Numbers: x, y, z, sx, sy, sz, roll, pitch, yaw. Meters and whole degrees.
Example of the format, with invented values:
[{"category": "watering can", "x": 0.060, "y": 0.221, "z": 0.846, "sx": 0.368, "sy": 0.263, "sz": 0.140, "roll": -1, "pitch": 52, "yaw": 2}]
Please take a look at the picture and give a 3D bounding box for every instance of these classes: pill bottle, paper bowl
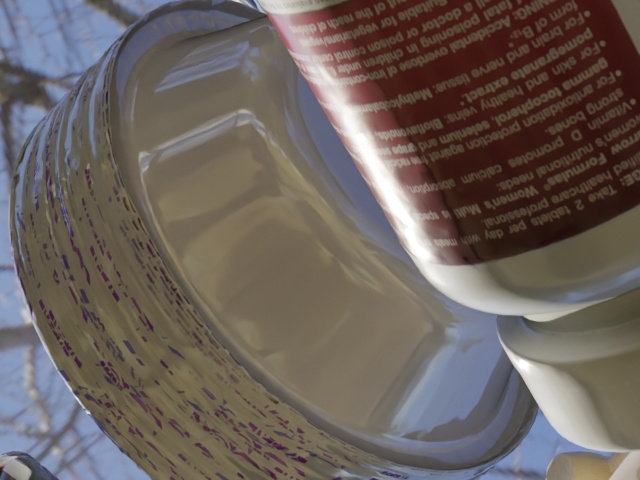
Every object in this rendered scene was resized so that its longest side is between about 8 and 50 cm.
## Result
[{"category": "pill bottle", "x": 0.057, "y": -0.057, "z": 0.491, "sx": 0.121, "sy": 0.121, "sz": 0.221, "roll": -21, "pitch": -68, "yaw": 26}, {"category": "paper bowl", "x": 0.000, "y": 0.000, "z": 0.900, "sx": 0.284, "sy": 0.284, "sz": 0.148, "roll": 49, "pitch": -59, "yaw": 1}]

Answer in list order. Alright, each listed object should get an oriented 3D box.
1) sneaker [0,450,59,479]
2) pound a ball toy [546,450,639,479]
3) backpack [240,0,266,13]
[{"category": "sneaker", "x": -0.204, "y": 0.211, "z": 1.036, "sx": 0.106, "sy": 0.162, "sz": 0.281, "roll": 45, "pitch": -18, "yaw": -9}, {"category": "pound a ball toy", "x": 0.243, "y": 0.138, "z": 1.159, "sx": 0.136, "sy": 0.208, "sz": 0.319, "roll": 11, "pitch": -48, "yaw": -24}, {"category": "backpack", "x": 0.002, "y": -0.272, "z": 1.140, "sx": 0.191, "sy": 0.225, "sz": 0.253, "roll": 31, "pitch": -89, "yaw": 10}]
